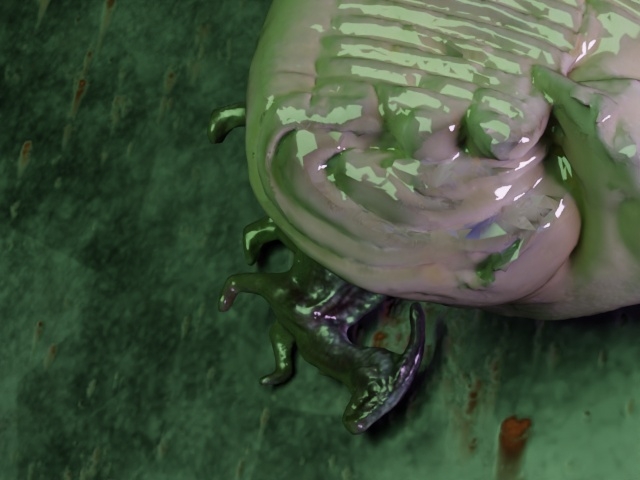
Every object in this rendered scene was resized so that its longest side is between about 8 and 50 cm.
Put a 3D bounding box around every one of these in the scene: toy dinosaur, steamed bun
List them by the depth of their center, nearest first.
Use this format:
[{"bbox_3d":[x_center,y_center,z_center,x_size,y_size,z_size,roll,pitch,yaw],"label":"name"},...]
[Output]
[{"bbox_3d":[0.139,-0.092,1.253,0.339,0.247,0.352,9,55,16],"label":"steamed bun"},{"bbox_3d":[0.003,0.003,1.389,0.162,0.077,0.294,-9,78,22],"label":"toy dinosaur"}]
